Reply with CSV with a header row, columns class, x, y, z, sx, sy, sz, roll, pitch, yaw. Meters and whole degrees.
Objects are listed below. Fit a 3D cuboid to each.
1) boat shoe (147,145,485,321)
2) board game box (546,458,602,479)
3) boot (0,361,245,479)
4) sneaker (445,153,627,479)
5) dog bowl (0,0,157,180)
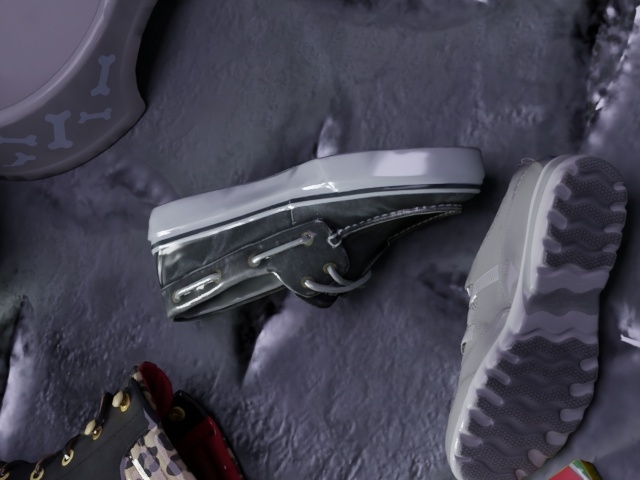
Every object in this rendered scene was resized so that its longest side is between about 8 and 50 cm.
class,x,y,z,sx,sy,sz,roll,pitch,yaw
boat shoe,0.000,0.000,1.694,0.335,0.121,0.119,-15,78,36
board game box,0.139,0.297,1.581,0.259,0.039,0.124,-39,62,17
boot,-0.241,0.207,1.743,0.284,0.138,0.377,-41,66,15
sneaker,0.166,0.064,1.606,0.115,0.105,0.281,23,93,64
dog bowl,-0.293,-0.238,1.905,0.348,0.102,0.349,-7,75,26
